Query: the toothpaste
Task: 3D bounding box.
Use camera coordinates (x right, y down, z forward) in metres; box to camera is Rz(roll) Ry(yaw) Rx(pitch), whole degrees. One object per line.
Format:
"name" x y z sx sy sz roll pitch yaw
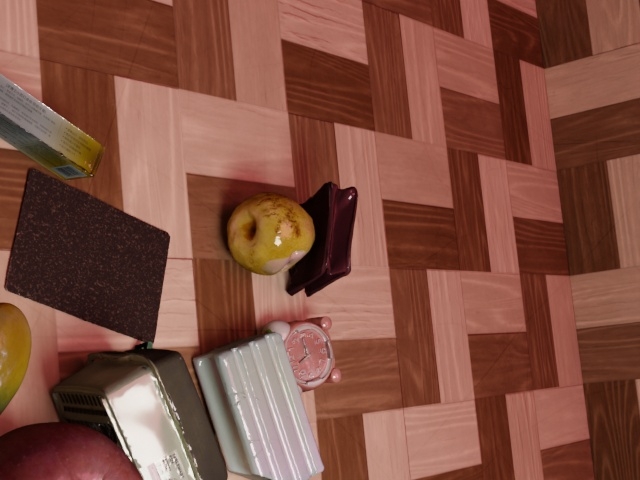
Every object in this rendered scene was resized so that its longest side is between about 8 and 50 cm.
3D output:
"toothpaste" -0.490 -0.198 1.743 0.313 0.089 0.071 37 60 -42

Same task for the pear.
"pear" -0.094 -0.011 2.150 0.178 0.178 0.178 18 67 -50

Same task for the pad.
"pad" -0.390 0.034 1.882 0.330 0.004 0.220 30 59 -45

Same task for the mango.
"mango" -0.499 0.187 1.635 0.130 0.092 0.195 24 72 -57

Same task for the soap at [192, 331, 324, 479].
"soap" -0.116 0.330 2.065 0.173 0.095 0.289 -19 91 -47

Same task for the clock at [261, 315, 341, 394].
"clock" -0.051 0.236 2.215 0.162 0.092 0.166 -9 89 -44

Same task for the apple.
"apple" -0.387 0.417 1.584 0.305 0.235 0.306 7 74 -28

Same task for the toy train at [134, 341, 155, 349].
"toy train" -0.290 0.231 1.927 0.122 0.050 0.081 40 47 -39

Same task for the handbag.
"handbag" 0.003 0.001 2.241 0.074 0.216 0.203 13 67 -19

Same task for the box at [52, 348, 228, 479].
"box" -0.290 0.315 1.769 0.166 0.220 0.290 -29 105 -39
